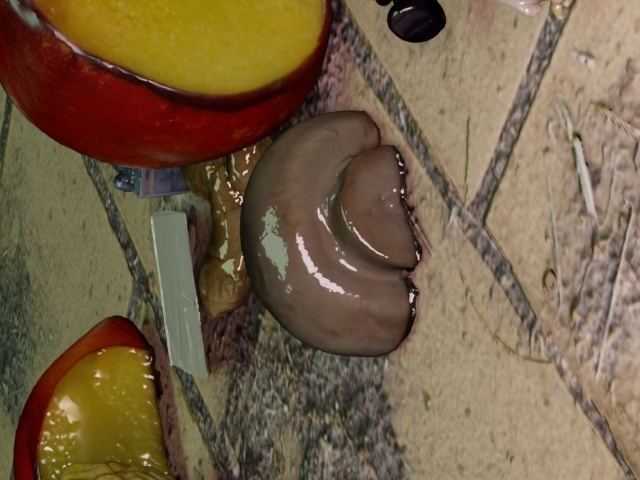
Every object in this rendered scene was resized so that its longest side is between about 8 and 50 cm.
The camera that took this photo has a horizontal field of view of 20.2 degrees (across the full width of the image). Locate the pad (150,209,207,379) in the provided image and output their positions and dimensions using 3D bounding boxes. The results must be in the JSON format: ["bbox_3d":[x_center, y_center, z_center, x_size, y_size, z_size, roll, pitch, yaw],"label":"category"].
[{"bbox_3d":[-0.134,0.048,1.691,0.232,0.004,0.156,178,85,-77],"label":"pad"}]

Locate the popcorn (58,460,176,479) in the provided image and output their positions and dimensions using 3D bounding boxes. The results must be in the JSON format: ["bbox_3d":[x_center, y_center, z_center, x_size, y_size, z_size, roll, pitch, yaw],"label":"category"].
[{"bbox_3d":[-0.152,0.323,1.611,0.225,0.173,0.286,-44,69,32],"label":"popcorn"}]

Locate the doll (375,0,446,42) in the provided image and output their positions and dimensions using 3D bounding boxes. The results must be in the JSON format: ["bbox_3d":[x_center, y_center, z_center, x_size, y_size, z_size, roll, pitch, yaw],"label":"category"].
[{"bbox_3d":[0.048,-0.255,1.220,0.088,0.127,0.249,60,-168,-60],"label":"doll"}]

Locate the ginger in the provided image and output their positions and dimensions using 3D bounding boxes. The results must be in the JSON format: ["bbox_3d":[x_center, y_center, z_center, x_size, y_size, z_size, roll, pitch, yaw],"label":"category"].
[{"bbox_3d":[-0.086,-0.040,1.580,0.133,0.059,0.214,39,130,48],"label":"ginger"}]

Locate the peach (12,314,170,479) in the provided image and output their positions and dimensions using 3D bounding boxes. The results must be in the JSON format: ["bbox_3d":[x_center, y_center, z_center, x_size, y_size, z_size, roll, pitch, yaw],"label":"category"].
[{"bbox_3d":[-0.236,0.213,1.824,0.159,0.154,0.267,141,121,-62],"label":"peach"}]

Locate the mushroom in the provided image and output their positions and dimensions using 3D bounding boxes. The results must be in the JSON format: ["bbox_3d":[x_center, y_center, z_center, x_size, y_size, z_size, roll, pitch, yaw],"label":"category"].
[{"bbox_3d":[0.000,0.000,1.348,0.141,0.117,0.188,126,131,-71],"label":"mushroom"}]

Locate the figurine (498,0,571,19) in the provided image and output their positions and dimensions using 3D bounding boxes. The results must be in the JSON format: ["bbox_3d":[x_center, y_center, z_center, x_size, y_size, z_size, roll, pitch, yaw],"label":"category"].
[{"bbox_3d":[0.146,-0.208,1.054,0.098,0.081,0.146,29,126,10],"label":"figurine"}]

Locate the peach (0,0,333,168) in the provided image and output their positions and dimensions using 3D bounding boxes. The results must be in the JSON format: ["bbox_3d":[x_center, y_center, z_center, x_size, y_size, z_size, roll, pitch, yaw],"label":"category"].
[{"bbox_3d":[-0.146,-0.174,1.413,0.245,0.274,0.249,-53,38,33],"label":"peach"}]

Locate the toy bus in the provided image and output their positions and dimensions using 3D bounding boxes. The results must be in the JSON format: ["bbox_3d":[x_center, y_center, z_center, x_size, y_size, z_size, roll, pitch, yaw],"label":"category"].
[{"bbox_3d":[-0.176,-0.095,1.738,0.190,0.075,0.064,-139,51,-58],"label":"toy bus"}]
